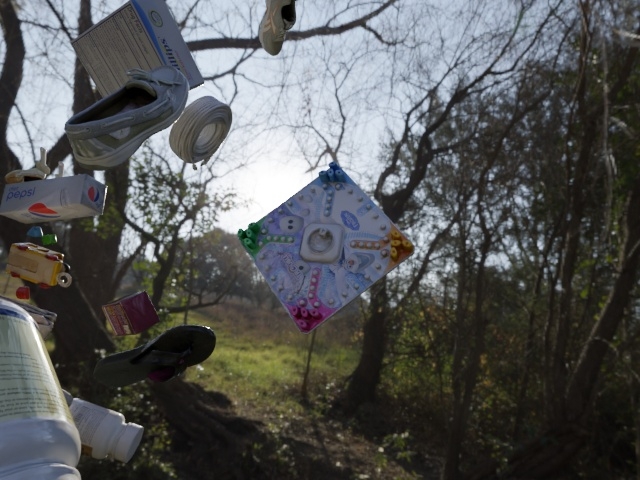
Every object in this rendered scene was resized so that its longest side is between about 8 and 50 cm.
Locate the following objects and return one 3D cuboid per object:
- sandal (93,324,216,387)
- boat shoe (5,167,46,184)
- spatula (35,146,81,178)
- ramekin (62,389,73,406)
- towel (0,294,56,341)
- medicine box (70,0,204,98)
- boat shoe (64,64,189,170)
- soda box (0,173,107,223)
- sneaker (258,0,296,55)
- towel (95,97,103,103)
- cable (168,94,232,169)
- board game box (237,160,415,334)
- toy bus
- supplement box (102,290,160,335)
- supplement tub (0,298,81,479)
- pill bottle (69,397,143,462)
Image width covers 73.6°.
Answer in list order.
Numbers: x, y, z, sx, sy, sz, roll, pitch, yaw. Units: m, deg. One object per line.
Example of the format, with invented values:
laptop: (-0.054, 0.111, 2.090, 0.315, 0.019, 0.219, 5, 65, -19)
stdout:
sandal: (-0.529, 0.404, 1.382, 0.445, 0.107, 0.168, -24, -54, 12)
boat shoe: (-1.012, -0.213, 1.465, 0.135, 0.045, 0.050, -14, -32, 0)
spatula: (-0.815, -0.213, 1.353, 0.168, 0.019, 0.242, 40, -28, -22)
ramekin: (-0.794, 0.425, 1.084, 0.272, 0.127, 0.273, 7, -36, 5)
towel: (-0.691, 0.221, 0.883, 0.187, 0.049, 0.282, 28, -66, -26)
medicine box: (-0.555, -0.542, 1.311, 0.289, 0.149, 0.264, -13, -65, 28)
boat shoe: (-0.376, -0.272, 0.860, 0.118, 0.320, 0.103, 20, -37, 13)
soda box: (-0.780, -0.119, 1.251, 0.286, 0.098, 0.091, -4, -19, 13)
sneaker: (-0.145, -0.770, 1.529, 0.099, 0.121, 0.262, -31, -24, -29)
towel: (-0.722, -0.515, 1.613, 0.076, 0.228, 0.308, 44, -3, -12)
cable: (-0.424, -0.393, 1.531, 0.089, 0.257, 0.257, 40, -6, 8)
board game box: (0.000, 0.000, 1.229, 0.390, 0.390, 0.050, -37, -27, -4)
toy bus: (-0.835, 0.075, 1.299, 0.190, 0.202, 0.104, -27, -1, 9)
supplement box: (-0.565, 0.218, 1.272, 0.188, 0.104, 0.080, -15, 10, 47)
supplement tub: (-0.485, 0.263, 0.590, 0.325, 0.235, 0.235, 46, 6, 30)
pill bottle: (-0.657, 0.567, 1.266, 0.229, 0.131, 0.131, 19, -15, 0)
